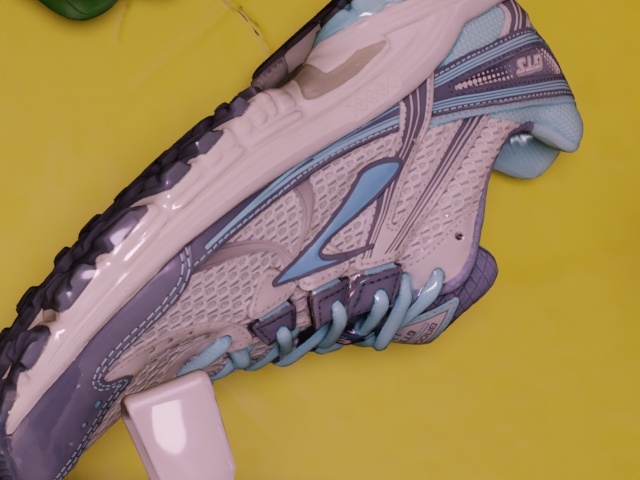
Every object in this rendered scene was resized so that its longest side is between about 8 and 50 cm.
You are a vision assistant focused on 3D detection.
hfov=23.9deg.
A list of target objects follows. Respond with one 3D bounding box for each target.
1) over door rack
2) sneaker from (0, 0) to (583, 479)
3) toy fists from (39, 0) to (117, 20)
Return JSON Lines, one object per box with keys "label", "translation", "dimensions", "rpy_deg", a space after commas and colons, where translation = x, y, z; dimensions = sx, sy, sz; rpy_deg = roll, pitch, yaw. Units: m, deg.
{"label": "over door rack", "translation": [0.098, 0.143, 0.455], "dimensions": [0.239, 0.108, 0.324], "rpy_deg": [-20, 103, -13]}
{"label": "sneaker", "translation": [0.000, 0.000, 0.543], "dimensions": [0.122, 0.110, 0.283], "rpy_deg": [49, 64, -7]}
{"label": "toy fists", "translation": [-0.144, -0.131, 0.562], "dimensions": [0.279, 0.096, 0.142], "rpy_deg": [-32, 88, -15]}
